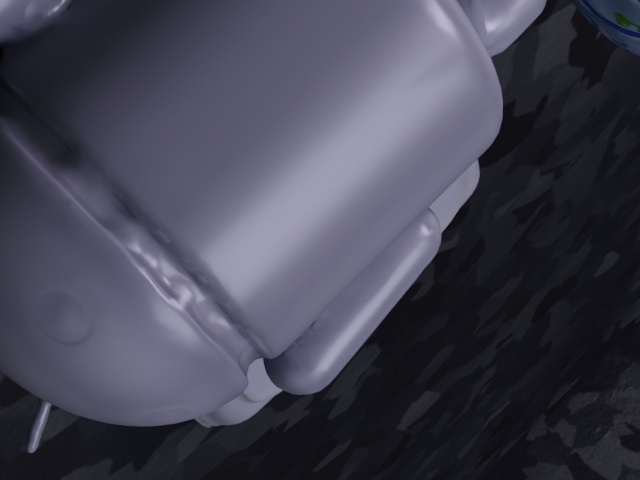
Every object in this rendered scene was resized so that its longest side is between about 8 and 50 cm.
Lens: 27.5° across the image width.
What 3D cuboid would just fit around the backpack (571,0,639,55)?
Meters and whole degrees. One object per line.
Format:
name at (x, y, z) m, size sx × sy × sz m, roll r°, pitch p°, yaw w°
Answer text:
backpack at (0.307, -0.271, 0.857) m, size 0.355 × 0.290 × 0.273 m, roll -39°, pitch 171°, yaw -4°

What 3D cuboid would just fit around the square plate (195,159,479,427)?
square plate at (0.000, 0.000, 1.028) m, size 0.347 × 0.049 × 0.344 m, roll -45°, pitch 158°, yaw -6°

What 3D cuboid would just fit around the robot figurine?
robot figurine at (-0.052, -0.050, 0.651) m, size 0.353 × 0.200 × 0.300 m, roll -44°, pitch 117°, yaw -8°
